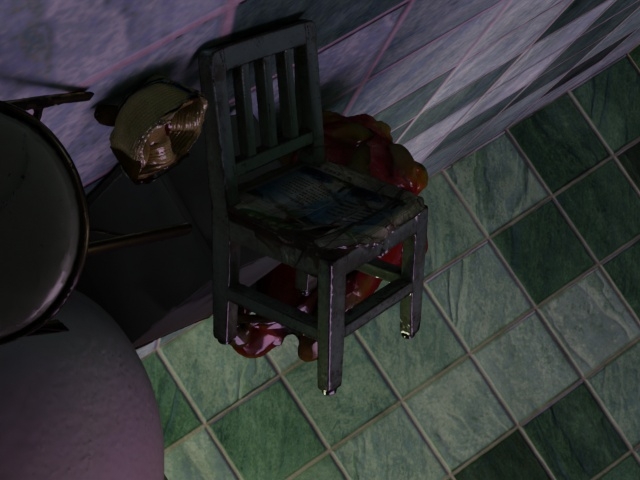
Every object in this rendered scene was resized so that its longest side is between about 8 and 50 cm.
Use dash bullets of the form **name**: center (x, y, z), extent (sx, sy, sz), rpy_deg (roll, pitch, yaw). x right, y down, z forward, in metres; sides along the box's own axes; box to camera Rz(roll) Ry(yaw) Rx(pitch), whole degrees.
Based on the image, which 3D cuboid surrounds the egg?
- **egg**: center (-0.298, 0.185, 0.958), extent (0.339, 0.355, 0.354), rpy_deg (-61, 166, 17)

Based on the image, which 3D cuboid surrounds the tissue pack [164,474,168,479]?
- **tissue pack**: center (-0.372, 0.318, 1.259), extent (0.332, 0.405, 0.205), rpy_deg (-30, 171, -34)

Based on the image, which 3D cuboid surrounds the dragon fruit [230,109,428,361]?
- **dragon fruit**: center (-0.002, -0.004, 1.248), extent (0.307, 0.228, 0.243), rpy_deg (-54, -168, 6)

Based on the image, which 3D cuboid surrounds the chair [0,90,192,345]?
- **chair**: center (-0.212, -0.002, 0.620), extent (0.170, 0.159, 0.326), rpy_deg (-36, 176, 11)

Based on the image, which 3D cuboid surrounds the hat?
- **hat**: center (-0.132, -0.092, 0.825), extent (0.077, 0.059, 0.076), rpy_deg (-36, 162, -39)

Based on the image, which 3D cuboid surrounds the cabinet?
- **cabinet**: center (-0.140, -0.005, 1.061), extent (0.145, 0.150, 0.206), rpy_deg (-22, 168, -48)

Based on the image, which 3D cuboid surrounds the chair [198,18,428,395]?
- **chair**: center (-0.001, -0.030, 0.890), extent (0.136, 0.147, 0.270), rpy_deg (-28, 129, -45)
